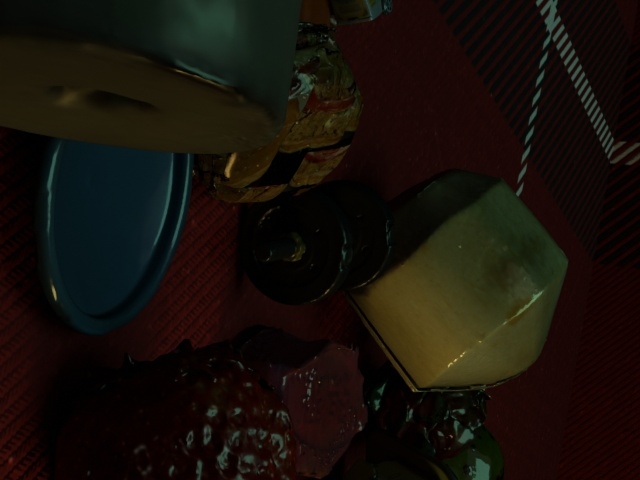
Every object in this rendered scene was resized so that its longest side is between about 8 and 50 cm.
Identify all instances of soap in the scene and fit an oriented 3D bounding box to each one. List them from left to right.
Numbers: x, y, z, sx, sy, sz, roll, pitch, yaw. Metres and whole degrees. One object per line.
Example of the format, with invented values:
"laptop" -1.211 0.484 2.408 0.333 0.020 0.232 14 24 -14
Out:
"soap" -0.033 0.201 1.724 0.289 0.112 0.182 31 70 -66

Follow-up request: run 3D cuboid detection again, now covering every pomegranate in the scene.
"pomegranate" 0.195 0.356 2.224 0.248 0.202 0.202 -103 -174 -62

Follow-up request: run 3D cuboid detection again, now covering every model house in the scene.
"model house" 0.032 0.420 1.906 0.279 0.205 0.218 -19 115 -32

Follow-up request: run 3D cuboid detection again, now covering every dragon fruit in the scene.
"dragon fruit" 0.153 0.256 2.064 0.182 0.189 0.182 2 90 -76

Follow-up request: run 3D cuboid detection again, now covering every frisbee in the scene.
"frisbee" -0.205 -0.052 1.324 0.289 0.049 0.289 10 90 -70

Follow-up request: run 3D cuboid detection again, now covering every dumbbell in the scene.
"dumbbell" 0.000 0.000 1.698 0.325 0.143 0.143 -12 107 -65

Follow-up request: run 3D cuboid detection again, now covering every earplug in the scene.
"earplug" -0.150 -0.290 1.065 0.313 0.313 0.393 28 69 -65

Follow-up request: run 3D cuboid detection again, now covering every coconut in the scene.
"coconut" 0.191 0.063 1.943 0.323 0.323 0.322 7 90 -67

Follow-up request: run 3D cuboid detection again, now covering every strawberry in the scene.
"strawberry" -0.129 0.257 1.334 0.250 0.239 0.288 34 40 -53

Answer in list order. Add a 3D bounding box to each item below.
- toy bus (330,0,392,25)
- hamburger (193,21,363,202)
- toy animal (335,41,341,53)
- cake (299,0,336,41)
"toy bus" 0.072 -0.356 1.881 0.190 0.064 0.075 -57 133 -46
"hamburger" -0.048 -0.136 1.510 0.231 0.107 0.231 -33 158 -15
"toy animal" -0.009 -0.154 1.728 0.179 0.089 0.188 94 16 -55
"cake" -0.058 -0.270 1.560 0.287 0.098 0.135 -32 126 -67
